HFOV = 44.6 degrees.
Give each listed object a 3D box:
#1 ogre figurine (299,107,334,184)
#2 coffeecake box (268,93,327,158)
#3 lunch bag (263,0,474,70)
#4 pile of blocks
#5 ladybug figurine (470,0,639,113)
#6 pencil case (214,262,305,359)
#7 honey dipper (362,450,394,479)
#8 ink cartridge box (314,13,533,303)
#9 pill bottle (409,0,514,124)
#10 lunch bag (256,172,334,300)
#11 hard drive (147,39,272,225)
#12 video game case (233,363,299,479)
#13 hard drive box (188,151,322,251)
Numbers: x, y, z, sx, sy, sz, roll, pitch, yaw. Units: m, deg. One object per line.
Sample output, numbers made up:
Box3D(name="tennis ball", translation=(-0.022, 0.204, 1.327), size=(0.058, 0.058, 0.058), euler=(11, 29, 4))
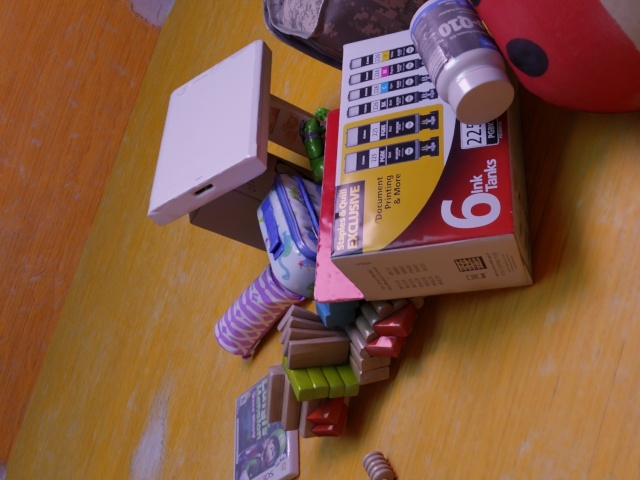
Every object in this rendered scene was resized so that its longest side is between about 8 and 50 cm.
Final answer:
Box3D(name="ogre figurine", translation=(0.053, -0.148, 1.232), size=(0.097, 0.197, 0.118), euler=(43, -131, -72))
Box3D(name="coffeecake box", translation=(-0.059, -0.204, 1.369), size=(0.068, 0.185, 0.142), euler=(-63, 28, 11))
Box3D(name="lunch bag", translation=(0.053, -0.351, 1.217), size=(0.169, 0.235, 0.287), euler=(-67, 28, 10))
Box3D(name="pile of blocks", translation=(0.043, 0.123, 1.009), size=(0.362, 0.148, 0.113), euler=(-60, 29, 16))
Box3D(name="ladybug figurine", translation=(0.216, -0.295, 0.783), size=(0.161, 0.305, 0.450), euler=(-32, 61, 19))
Box3D(name="pencil case", translation=(-0.104, 0.122, 1.343), size=(0.088, 0.086, 0.206), euler=(54, 128, 18))
Box3D(name="honey dipper", translation=(0.092, 0.314, 0.921), size=(0.030, 0.030, 0.161), euler=(-60, 31, 17))
Box3D(name="ink cartridge box", translation=(0.102, -0.094, 0.942), size=(0.271, 0.130, 0.310), euler=(-9, 59, 21))
Box3D(name="pill bottle", translation=(0.153, -0.195, 0.846), size=(0.078, 0.078, 0.137), euler=(-47, 47, 36))
Box3D(name="lunch bag", translation=(0.000, 0.000, 1.139), size=(0.090, 0.176, 0.219), euler=(-55, 30, 25))
Box3D(name="hard drive", translation=(-0.169, -0.178, 1.236), size=(0.203, 0.040, 0.308), euler=(-26, 41, 22))
Box3D(name="video game case", translation=(-0.090, 0.310, 1.253), size=(0.173, 0.022, 0.190), euler=(-42, 38, 40))
Box3D(name="hard drive box", translation=(-0.105, -0.073, 1.313), size=(0.089, 0.232, 0.181), euler=(-54, 32, 27))
